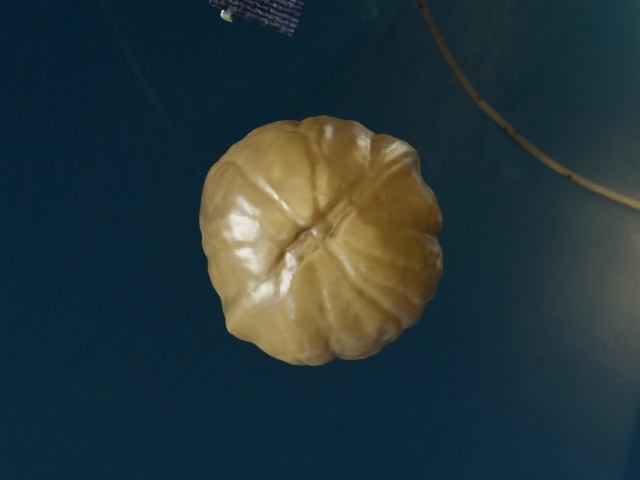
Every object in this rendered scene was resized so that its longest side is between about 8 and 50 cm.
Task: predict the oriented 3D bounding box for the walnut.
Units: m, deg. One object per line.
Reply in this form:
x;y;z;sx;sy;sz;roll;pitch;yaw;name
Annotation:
0.000;0.000;0.564;0.224;0.261;0.225;0;-95;3;walnut

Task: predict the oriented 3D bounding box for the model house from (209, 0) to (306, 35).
-0.100;-0.518;1.251;0.193;0.170;0.212;19;-80;-13;model house
